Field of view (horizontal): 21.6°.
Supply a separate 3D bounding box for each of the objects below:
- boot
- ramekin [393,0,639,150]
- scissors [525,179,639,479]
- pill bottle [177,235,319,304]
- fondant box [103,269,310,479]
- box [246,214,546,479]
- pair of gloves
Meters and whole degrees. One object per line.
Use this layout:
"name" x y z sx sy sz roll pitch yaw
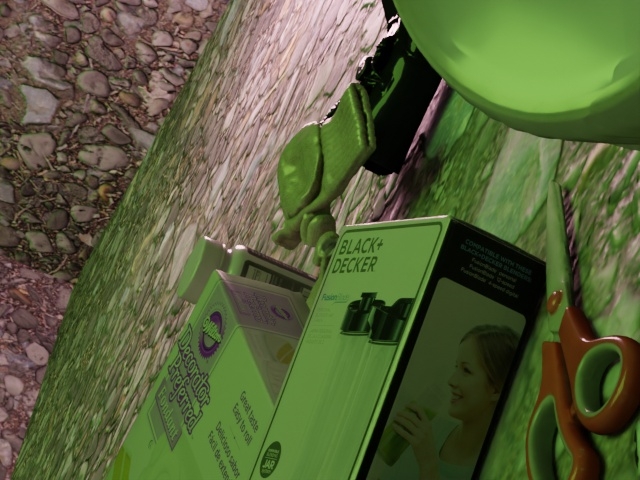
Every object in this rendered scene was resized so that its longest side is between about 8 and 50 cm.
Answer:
"boot" 0.064 -0.179 1.614 0.207 0.094 0.246 -60 20 11
"ramekin" 0.146 -0.171 0.852 0.127 0.273 0.273 -15 -31 -44
"scissors" 0.142 0.057 1.032 0.297 0.021 0.109 -99 33 -65
"pill bottle" -0.064 0.051 1.630 0.078 0.137 0.078 -60 13 25
"fondant box" -0.092 0.227 1.394 0.330 0.096 0.238 -60 30 21
"box" 0.035 0.132 1.138 0.169 0.087 0.290 -2 64 66
"pair of gloves" 0.000 0.000 1.499 0.204 0.042 0.240 136 134 -62
